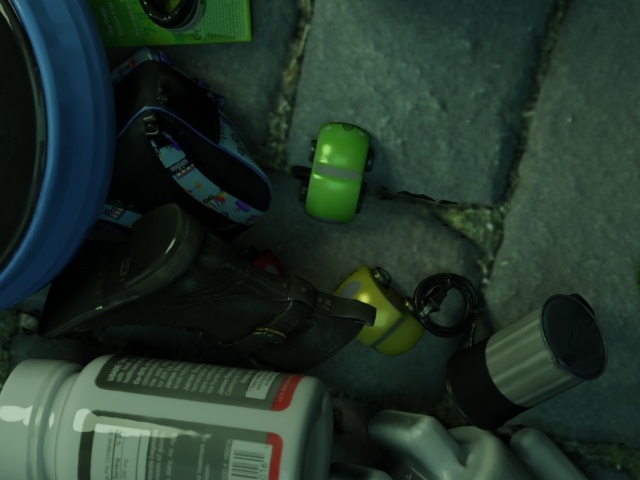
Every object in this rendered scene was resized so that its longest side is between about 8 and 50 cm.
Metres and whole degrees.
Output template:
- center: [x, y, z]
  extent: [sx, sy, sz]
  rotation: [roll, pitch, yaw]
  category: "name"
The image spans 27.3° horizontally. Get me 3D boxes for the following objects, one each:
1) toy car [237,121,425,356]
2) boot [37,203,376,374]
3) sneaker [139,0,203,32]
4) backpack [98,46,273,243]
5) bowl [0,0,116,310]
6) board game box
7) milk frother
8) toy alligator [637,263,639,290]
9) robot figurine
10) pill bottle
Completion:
- center: [0.000, 0.000, 1.248]
  extent: [0.239, 0.053, 0.225]
  rotation: [11, 110, -1]
  category: "toy car"
- center: [-0.109, 0.073, 1.199]
  extent: [0.229, 0.091, 0.263]
  rotation: [30, 145, -33]
  category: "boot"
- center: [-0.134, -0.257, 1.117]
  extent: [0.063, 0.075, 0.170]
  rotation: [-4, 108, 4]
  category: "sneaker"
- center: [-0.134, -0.069, 1.195]
  extent: [0.173, 0.116, 0.158]
  rotation: [31, 125, -35]
  category: "backpack"
- center: [-0.361, -0.114, 1.140]
  extent: [0.391, 0.077, 0.391]
  rotation: [6, 105, 24]
  category: "bowl"
- center: [-0.194, -0.236, 1.183]
  extent: [0.260, 0.039, 0.124]
  rotation: [-3, 109, 1]
  category: "board game box"
- center: [0.171, 0.082, 1.221]
  extent: [0.143, 0.129, 0.135]
  rotation: [36, 135, -17]
  category: "milk frother"
- center: [0.339, 0.079, 1.264]
  extent: [0.051, 0.056, 0.189]
  rotation: [2, 119, 48]
  category: "toy alligator"
- center: [0.155, 0.324, 1.279]
  extent: [0.300, 0.200, 0.353]
  rotation: [-45, 104, -15]
  category: "robot figurine"
- center: [-0.141, 0.189, 1.202]
  extent: [0.283, 0.161, 0.161]
  rotation: [6, 110, 12]
  category: "pill bottle"
